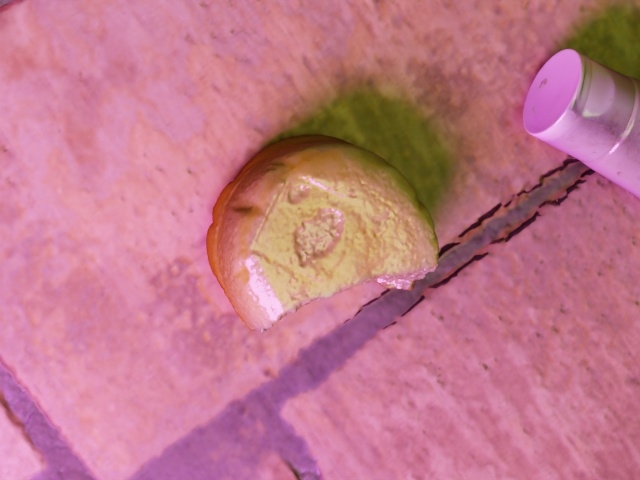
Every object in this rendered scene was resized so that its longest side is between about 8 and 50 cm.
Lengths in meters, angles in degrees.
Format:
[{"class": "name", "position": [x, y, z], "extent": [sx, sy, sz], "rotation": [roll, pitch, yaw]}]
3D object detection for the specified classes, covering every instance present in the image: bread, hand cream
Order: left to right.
[{"class": "bread", "position": [0.000, -0.010, 1.187], "extent": [0.156, 0.086, 0.125], "rotation": [-14, 96, -16]}, {"class": "hand cream", "position": [0.292, -0.042, 1.273], "extent": [0.312, 0.070, 0.111], "rotation": [23, 100, -21]}]
